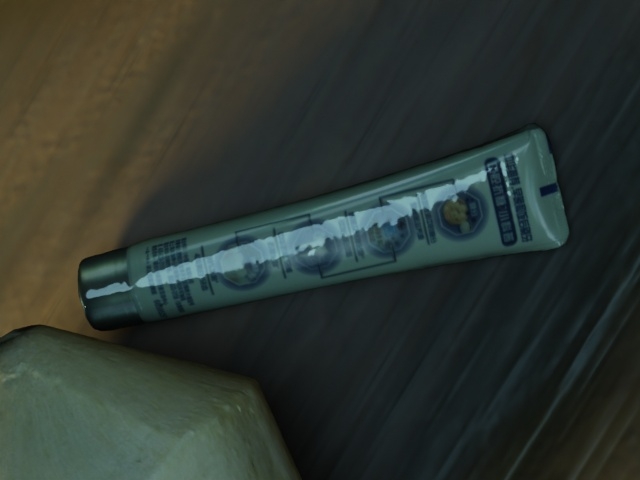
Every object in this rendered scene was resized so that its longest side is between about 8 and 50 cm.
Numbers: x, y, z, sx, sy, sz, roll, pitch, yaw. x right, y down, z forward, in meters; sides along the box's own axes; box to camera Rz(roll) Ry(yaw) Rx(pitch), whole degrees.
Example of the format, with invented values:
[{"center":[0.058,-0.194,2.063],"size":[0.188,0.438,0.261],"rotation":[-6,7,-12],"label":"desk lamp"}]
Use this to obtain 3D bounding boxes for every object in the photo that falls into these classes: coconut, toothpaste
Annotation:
[{"center":[-0.098,0.144,0.774],"size":[0.202,0.202,0.222],"rotation":[-28,90,7],"label":"coconut"},{"center":[0.000,0.000,0.836],"size":[0.239,0.039,0.062],"rotation":[-14,94,5],"label":"toothpaste"}]
